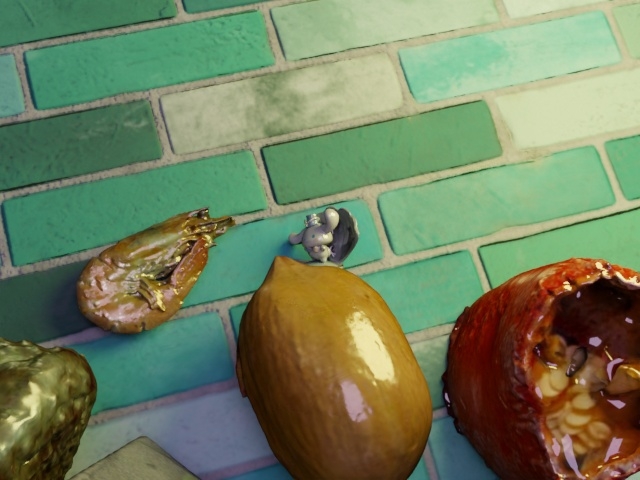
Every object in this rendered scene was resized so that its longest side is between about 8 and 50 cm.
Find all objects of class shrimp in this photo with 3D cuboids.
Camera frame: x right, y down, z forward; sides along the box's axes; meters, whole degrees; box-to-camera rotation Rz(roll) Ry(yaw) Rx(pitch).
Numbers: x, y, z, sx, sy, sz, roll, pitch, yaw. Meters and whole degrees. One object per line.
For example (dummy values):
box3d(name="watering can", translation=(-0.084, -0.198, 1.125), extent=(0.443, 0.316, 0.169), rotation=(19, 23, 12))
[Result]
box3d(name="shrimp", translation=(-0.192, 0.034, 1.142), extent=(0.217, 0.051, 0.115), rotation=(-33, 85, -17))

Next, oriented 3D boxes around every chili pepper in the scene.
box3d(name="chili pepper", translation=(0.258, 0.153, 1.031), extent=(0.229, 0.305, 0.251), rotation=(17, 80, 5))

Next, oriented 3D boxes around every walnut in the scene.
box3d(name="walnut", translation=(0.014, 0.145, 1.056), extent=(0.203, 0.203, 0.297), rotation=(-16, 71, -12))

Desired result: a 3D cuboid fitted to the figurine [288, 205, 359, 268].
box3d(name="figurine", translation=(0.000, 0.000, 1.166), extent=(0.082, 0.094, 0.086), rotation=(-7, 102, -48))

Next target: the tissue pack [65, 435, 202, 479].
box3d(name="tissue pack", translation=(-0.144, 0.336, 0.861), extent=(0.288, 0.394, 0.124), rotation=(38, 93, 6))

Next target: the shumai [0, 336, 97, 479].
box3d(name="shumai", translation=(-0.435, 0.211, 0.891), extent=(0.348, 0.395, 0.395), rotation=(33, 70, 2))
